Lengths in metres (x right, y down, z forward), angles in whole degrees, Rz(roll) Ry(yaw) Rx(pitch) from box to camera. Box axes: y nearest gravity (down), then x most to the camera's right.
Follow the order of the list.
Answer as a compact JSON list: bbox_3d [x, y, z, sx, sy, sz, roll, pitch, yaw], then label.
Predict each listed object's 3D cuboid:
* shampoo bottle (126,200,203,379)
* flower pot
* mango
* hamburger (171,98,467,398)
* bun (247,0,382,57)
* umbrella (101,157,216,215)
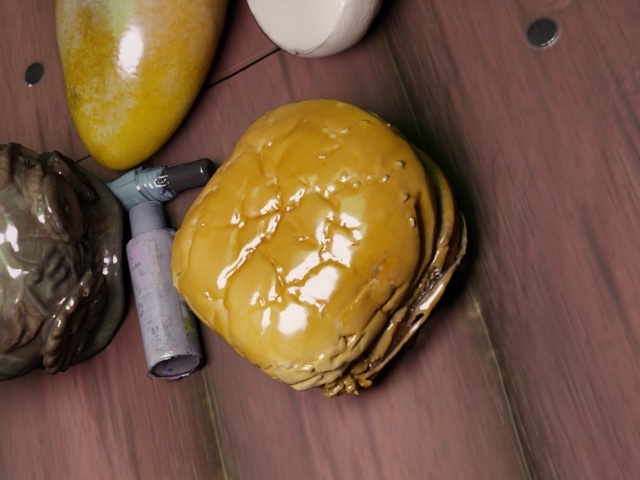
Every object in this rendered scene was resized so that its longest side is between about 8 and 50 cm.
[{"bbox_3d":[-0.187,0.054,1.418,0.072,0.072,0.214,-25,61,20],"label":"shampoo bottle"},{"bbox_3d":[-0.364,0.025,1.412,0.301,0.213,0.302,0,90,28],"label":"flower pot"},{"bbox_3d":[-0.224,-0.277,1.491,0.221,0.199,0.384,12,87,26],"label":"mango"},{"bbox_3d":[0.000,0.000,1.276,0.318,0.158,0.319,-9,69,26],"label":"hamburger"},{"bbox_3d":[0.004,-0.299,1.405,0.172,0.120,0.173,15,114,38],"label":"bun"},{"bbox_3d":[-0.240,-0.061,1.499,0.250,0.053,0.052,-13,65,28],"label":"umbrella"}]
